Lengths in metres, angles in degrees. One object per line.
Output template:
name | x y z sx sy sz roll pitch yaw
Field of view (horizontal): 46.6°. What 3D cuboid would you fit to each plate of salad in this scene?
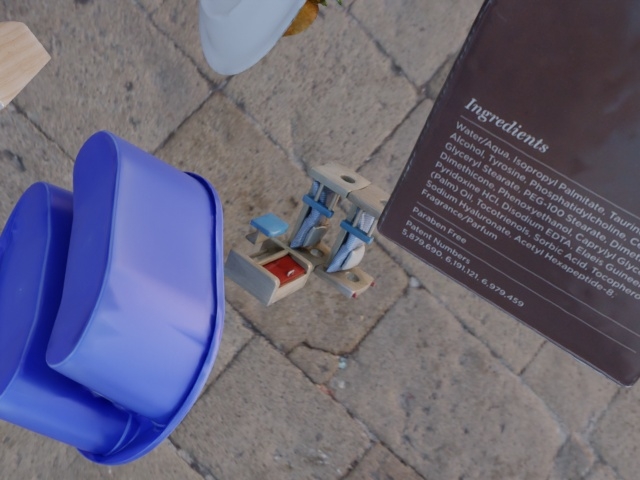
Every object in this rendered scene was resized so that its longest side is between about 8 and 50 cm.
plate of salad | -0.020 -0.190 0.431 0.048 0.200 0.199 13 82 -30

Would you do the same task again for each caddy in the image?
caddy | -0.213 0.057 0.776 0.179 0.241 0.341 33 39 -40

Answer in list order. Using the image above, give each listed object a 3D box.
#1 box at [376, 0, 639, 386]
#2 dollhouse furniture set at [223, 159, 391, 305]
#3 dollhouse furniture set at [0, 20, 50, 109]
box | 0.165 -0.068 0.407 0.167 0.203 0.168 34 41 12
dollhouse furniture set | 0.000 0.000 0.922 0.129 0.184 0.129 34 119 19
dollhouse furniture set | -0.433 -0.191 0.610 0.198 0.286 0.303 -28 118 15
